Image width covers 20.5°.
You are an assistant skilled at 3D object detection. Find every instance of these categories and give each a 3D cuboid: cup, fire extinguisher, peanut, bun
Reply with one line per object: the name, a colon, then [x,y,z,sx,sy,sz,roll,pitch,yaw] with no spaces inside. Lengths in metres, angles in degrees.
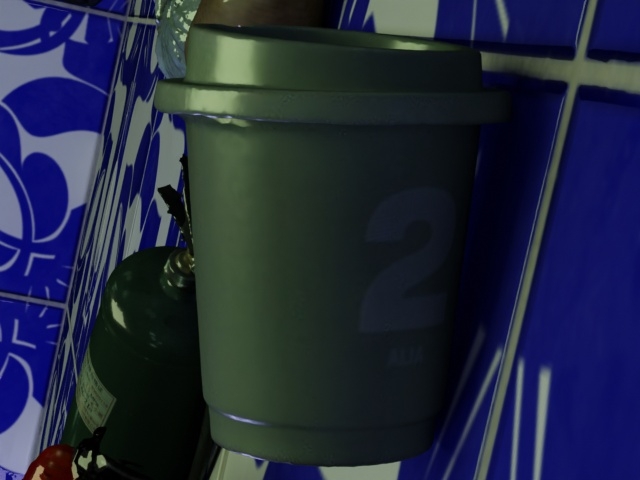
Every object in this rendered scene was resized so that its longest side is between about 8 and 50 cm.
cup: [0.000,0.000,0.598,0.120,0.120,0.141,-137,52,-78]
fire extinguisher: [-0.099,0.080,1.090,0.118,0.093,0.294,60,145,34]
peanut: [-0.033,-0.125,1.010,0.152,0.076,0.076,113,165,-55]
bun: [-0.074,-0.156,1.217,0.141,0.083,0.140,-172,90,-79]

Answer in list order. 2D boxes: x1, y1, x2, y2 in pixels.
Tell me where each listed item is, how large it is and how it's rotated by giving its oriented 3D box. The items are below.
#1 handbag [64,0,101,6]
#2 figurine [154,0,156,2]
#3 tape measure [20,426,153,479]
handbag: [-0.167,-0.362,1.480,0.302,0.178,0.275,-56,12,-11]
figurine: [-0.100,-0.212,1.479,0.114,0.079,0.114,25,124,45]
tape measure: [-0.139,0.230,0.936,0.253,0.114,0.260,-61,-3,-9]
